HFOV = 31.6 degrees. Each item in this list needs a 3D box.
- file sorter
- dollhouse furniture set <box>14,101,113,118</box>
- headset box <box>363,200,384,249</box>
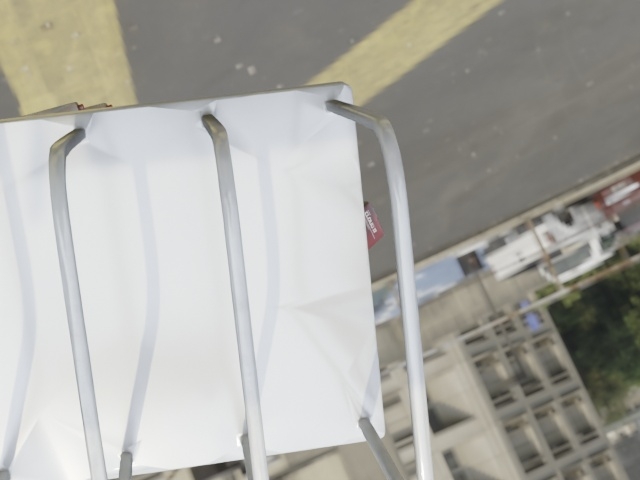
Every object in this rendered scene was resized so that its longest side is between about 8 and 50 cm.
[{"bbox_3d":[-0.102,0.042,0.512,0.277,0.193,0.173,-7,-169,-6],"label":"file sorter"},{"bbox_3d":[-0.259,-0.035,1.128,0.129,0.184,0.129,-14,-174,5],"label":"dollhouse furniture set"},{"bbox_3d":[0.000,0.000,0.815,0.062,0.032,0.083,10,-136,48],"label":"headset box"}]
